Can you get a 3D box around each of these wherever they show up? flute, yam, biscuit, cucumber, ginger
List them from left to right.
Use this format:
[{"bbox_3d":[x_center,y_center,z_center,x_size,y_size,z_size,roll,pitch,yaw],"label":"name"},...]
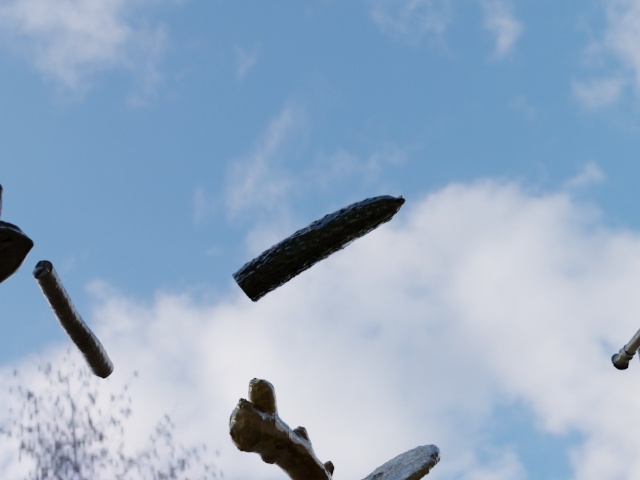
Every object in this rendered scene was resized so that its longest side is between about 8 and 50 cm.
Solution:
[{"bbox_3d":[-0.423,0.144,1.662,0.045,0.045,0.327,-29,-36,-13],"label":"yam"},{"bbox_3d":[-0.054,0.351,1.571,0.118,0.065,0.299,-54,-52,-30],"label":"ginger"},{"bbox_3d":[0.000,0.000,1.509,0.293,0.067,0.067,-31,-51,-2],"label":"cucumber"},{"bbox_3d":[0.115,0.413,1.658,0.220,0.220,0.033,-33,-91,8],"label":"biscuit"},{"bbox_3d":[0.412,0.111,1.216,0.027,0.027,0.233,-12,-27,-8],"label":"flute"}]

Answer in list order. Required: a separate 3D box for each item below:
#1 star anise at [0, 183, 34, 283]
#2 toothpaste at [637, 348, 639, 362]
[{"bbox_3d":[-0.420,0.026,1.028,0.212,0.282,0.129,-21,-69,-19],"label":"star anise"},{"bbox_3d":[0.549,0.220,1.612,0.037,0.021,0.140,-19,-82,-29],"label":"toothpaste"}]
